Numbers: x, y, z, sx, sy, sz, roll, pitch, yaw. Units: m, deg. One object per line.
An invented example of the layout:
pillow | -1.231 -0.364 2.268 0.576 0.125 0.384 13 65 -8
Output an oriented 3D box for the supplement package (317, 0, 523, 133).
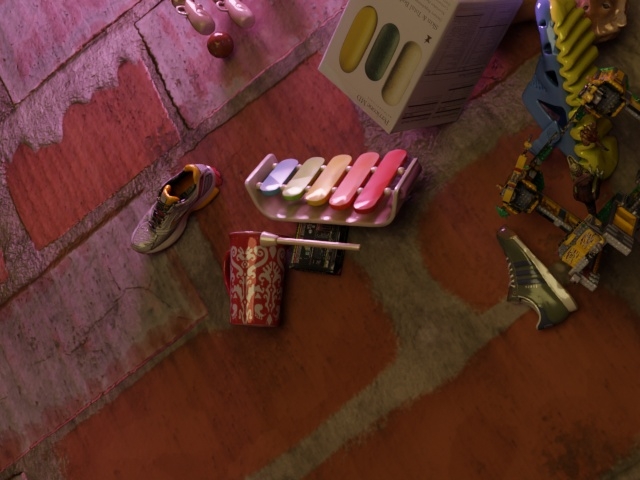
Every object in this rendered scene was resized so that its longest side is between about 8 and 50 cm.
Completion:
supplement package | 0.168 -0.354 1.880 0.199 0.198 0.262 45 128 25

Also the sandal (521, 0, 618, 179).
sandal | 0.390 -0.247 1.807 0.138 0.126 0.317 0 109 40

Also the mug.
mug | -0.120 0.076 2.043 0.113 0.150 0.169 3 83 -12

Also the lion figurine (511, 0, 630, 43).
lion figurine | 0.348 -0.436 1.924 0.392 0.142 0.240 -7 83 38

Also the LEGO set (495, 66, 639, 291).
LEGO set | 0.422 -0.086 1.681 0.255 0.192 0.331 43 124 -3

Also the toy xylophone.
toy xylophone | 0.017 -0.077 1.954 0.323 0.081 0.236 -1 33 18

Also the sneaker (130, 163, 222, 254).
sneaker | -0.299 -0.068 2.146 0.225 0.093 0.088 -49 64 9

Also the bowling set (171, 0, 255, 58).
bowling set | -0.223 -0.474 2.161 0.154 0.287 0.200 50 135 31

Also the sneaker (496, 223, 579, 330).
sneaker | 0.340 0.067 1.836 0.086 0.064 0.192 -41 68 6

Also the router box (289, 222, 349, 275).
router box | 0.000 0.000 2.024 0.092 0.038 0.122 7 81 26
